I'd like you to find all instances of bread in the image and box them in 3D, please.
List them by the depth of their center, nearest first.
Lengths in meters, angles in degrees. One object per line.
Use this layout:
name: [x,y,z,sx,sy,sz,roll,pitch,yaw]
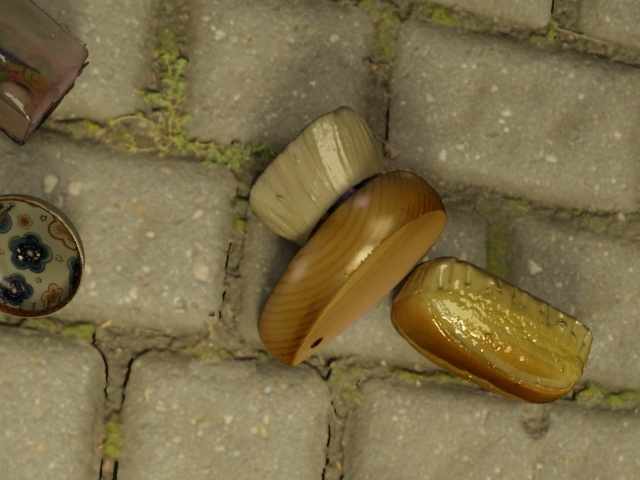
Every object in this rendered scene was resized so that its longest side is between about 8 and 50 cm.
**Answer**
bread: [0.196,0.109,1.523,0.236,0.140,0.106,27,72,-13]

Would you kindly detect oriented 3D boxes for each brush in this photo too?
brush: [0.000,0.000,1.476,0.166,0.174,0.267,45,101,19]

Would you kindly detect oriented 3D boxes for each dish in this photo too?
dish: [-0.309,0.004,1.412,0.141,0.078,0.141,4,115,8]

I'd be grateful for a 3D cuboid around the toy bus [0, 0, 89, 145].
toy bus: [-0.399,-0.248,1.398,0.317,0.112,0.138,42,68,-10]
